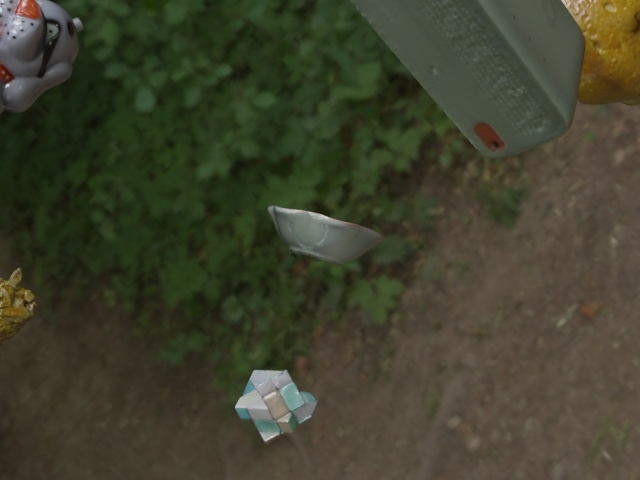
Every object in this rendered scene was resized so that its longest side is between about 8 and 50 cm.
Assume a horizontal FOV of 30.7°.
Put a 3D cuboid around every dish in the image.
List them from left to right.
[{"bbox_3d":[0.000,0.000,2.175,0.229,0.229,0.081,4,78,69],"label":"dish"}]

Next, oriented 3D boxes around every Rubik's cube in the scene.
[{"bbox_3d":[-0.053,0.184,1.314,0.075,0.084,0.073,-46,-5,-10],"label":"Rubik's cube"}]

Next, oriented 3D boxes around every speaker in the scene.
[{"bbox_3d":[0.196,-0.304,1.574,0.183,0.406,0.184,-22,39,33],"label":"speaker"}]

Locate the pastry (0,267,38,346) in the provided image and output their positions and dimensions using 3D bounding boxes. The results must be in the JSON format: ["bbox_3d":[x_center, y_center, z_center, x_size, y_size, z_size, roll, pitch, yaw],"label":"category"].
[{"bbox_3d":[-0.658,0.145,2.278,0.250,0.154,0.102,-37,42,38],"label":"pastry"}]

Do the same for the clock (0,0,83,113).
[{"bbox_3d":[-0.420,-0.230,1.490,0.254,0.189,0.189,-28,13,-12],"label":"clock"}]

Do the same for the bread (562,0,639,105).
[{"bbox_3d":[0.519,-0.441,2.172,0.394,0.361,0.250,-61,-7,-24],"label":"bread"}]
